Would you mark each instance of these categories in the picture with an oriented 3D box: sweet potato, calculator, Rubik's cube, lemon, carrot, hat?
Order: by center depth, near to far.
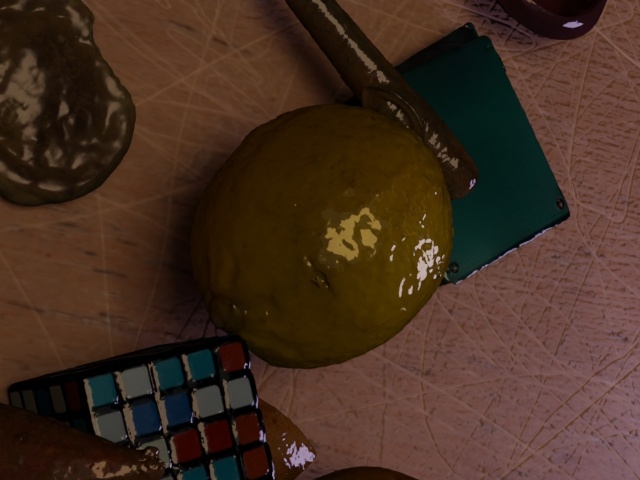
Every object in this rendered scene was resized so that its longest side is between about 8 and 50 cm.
[{"bbox_3d":[-0.296,0.197,1.216,0.337,0.131,0.131,1,80,5],"label":"sweet potato"},{"bbox_3d":[-0.170,0.200,1.349,0.187,0.184,0.182,-12,88,-37],"label":"Rubik's cube"},{"bbox_3d":[0.000,0.000,1.450,0.322,0.268,0.268,-47,109,-26],"label":"lemon"},{"bbox_3d":[0.058,-0.180,1.576,0.342,0.070,0.070,49,60,-12],"label":"carrot"},{"bbox_3d":[0.164,-0.100,1.694,0.248,0.058,0.274,-32,96,-32],"label":"calculator"},{"bbox_3d":[0.279,-0.345,1.795,0.206,0.089,0.205,7,76,-29],"label":"hat"}]

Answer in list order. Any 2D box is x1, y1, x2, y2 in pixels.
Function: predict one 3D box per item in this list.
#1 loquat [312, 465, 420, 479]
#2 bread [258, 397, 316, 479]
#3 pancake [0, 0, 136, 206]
[{"bbox_3d":[0.064,0.334,1.465,0.238,0.238,0.193,0,103,-34],"label":"loquat"},{"bbox_3d":[-0.061,0.229,1.499,0.136,0.054,0.154,5,82,-36],"label":"bread"},{"bbox_3d":[-0.289,-0.153,1.410,0.222,0.042,0.236,-9,88,-37],"label":"pancake"}]
